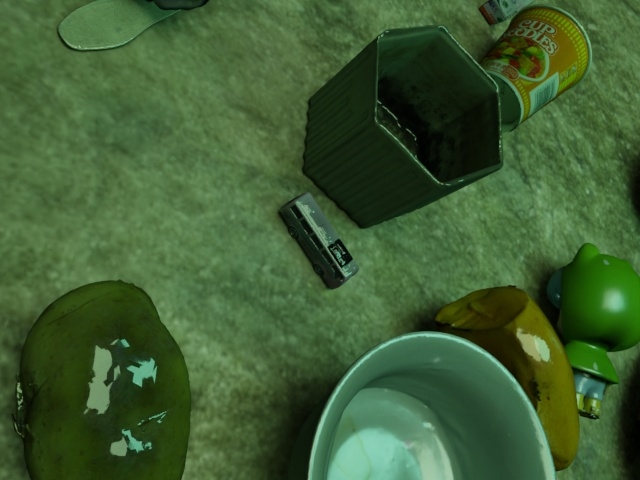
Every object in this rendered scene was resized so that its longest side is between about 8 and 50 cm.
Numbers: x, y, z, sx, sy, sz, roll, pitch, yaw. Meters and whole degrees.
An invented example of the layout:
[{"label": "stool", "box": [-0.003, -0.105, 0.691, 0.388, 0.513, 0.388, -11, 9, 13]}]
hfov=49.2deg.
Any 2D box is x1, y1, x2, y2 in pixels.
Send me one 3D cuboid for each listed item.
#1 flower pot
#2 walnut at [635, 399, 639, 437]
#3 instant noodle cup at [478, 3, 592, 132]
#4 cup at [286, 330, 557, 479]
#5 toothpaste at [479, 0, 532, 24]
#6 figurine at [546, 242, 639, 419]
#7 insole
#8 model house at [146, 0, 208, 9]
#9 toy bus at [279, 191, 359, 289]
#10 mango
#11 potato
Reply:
[{"label": "flower pot", "box": [0.111, -0.149, 0.953, 0.209, 0.189, 0.239, 14, 66, -27]}, {"label": "walnut", "box": [0.625, 0.282, 1.136, 0.209, 0.209, 0.336, 37, 46, -17]}, {"label": "instant noodle cup", "box": [0.331, -0.274, 1.164, 0.185, 0.168, 0.168, -42, 98, -26]}, {"label": "cup", "box": [0.096, 0.289, 0.816, 0.347, 0.163, 0.347, 10, 70, -29]}, {"label": "toothpaste", "box": [0.369, -0.456, 1.305, 0.196, 0.040, 0.047, -40, 101, -34]}, {"label": "figurine", "box": [0.426, 0.142, 1.093, 0.162, 0.143, 0.263, 21, 75, -19]}, {"label": "insole", "box": [-0.243, -0.285, 0.883, 0.192, 0.010, 0.063, -39, 97, -34]}, {"label": "model house", "box": [-0.176, -0.432, 0.793, 0.284, 0.298, 0.243, 23, 58, -26]}, {"label": "toy bus", "box": [0.000, 0.000, 0.917, 0.037, 0.052, 0.131, -36, 95, -36]}, {"label": "mango", "box": [0.270, 0.194, 0.952, 0.138, 0.187, 0.257, -32, 110, -22]}, {"label": "potato", "box": [-0.210, 0.165, 0.683, 0.169, 0.143, 0.248, -7, 87, -37]}]
